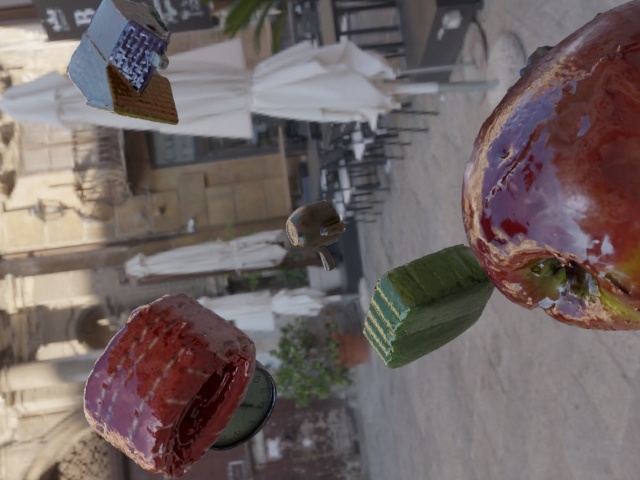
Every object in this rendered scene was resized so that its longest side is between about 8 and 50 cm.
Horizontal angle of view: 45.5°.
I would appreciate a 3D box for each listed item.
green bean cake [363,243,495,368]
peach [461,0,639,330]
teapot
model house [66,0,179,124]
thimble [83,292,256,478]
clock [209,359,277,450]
[{"bbox_3d":[0.216,0.126,1.513,0.125,0.248,0.222,55,151,34],"label":"green bean cake"},{"bbox_3d":[0.374,-0.096,0.903,0.416,0.339,0.353,-53,8,-24],"label":"peach"},{"bbox_3d":[0.000,0.000,1.116,0.085,0.080,0.110,32,135,56],"label":"teapot"},{"bbox_3d":[-0.178,-0.169,0.753,0.100,0.088,0.101,48,115,31],"label":"model house"},{"bbox_3d":[-0.171,0.163,0.879,0.189,0.125,0.163,-61,-23,-2],"label":"thimble"},{"bbox_3d":[-0.162,0.303,1.407,0.040,0.184,0.184,33,139,45],"label":"clock"}]
